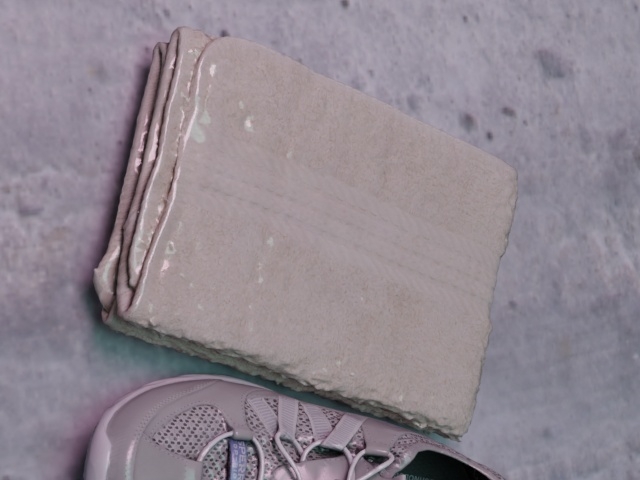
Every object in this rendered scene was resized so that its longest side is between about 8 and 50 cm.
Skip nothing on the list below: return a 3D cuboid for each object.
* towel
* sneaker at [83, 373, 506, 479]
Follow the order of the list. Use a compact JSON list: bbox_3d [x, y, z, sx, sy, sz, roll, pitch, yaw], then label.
[{"bbox_3d":[0.000,0.000,1.097,0.282,0.049,0.187,23,73,-35],"label":"towel"},{"bbox_3d":[-0.001,0.132,1.045,0.281,0.115,0.105,8,82,-36],"label":"sneaker"}]
